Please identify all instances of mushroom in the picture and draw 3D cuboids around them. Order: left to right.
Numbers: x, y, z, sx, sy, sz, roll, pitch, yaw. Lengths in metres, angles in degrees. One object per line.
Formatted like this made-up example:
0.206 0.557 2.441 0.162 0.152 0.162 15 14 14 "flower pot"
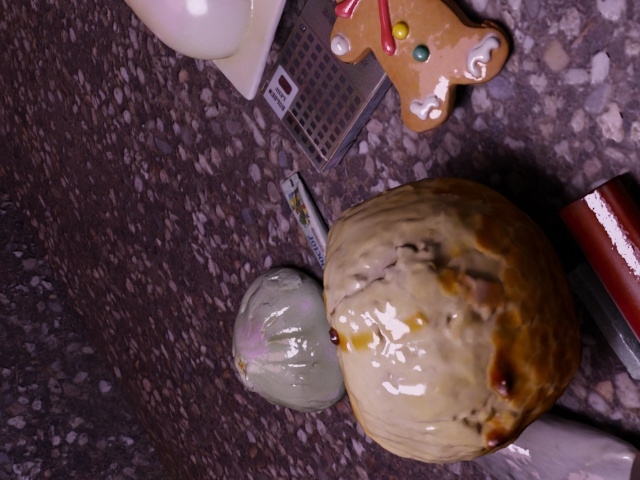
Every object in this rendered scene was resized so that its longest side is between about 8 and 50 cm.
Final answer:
0.293 0.279 1.438 0.397 0.126 0.178 30 125 41 "mushroom"

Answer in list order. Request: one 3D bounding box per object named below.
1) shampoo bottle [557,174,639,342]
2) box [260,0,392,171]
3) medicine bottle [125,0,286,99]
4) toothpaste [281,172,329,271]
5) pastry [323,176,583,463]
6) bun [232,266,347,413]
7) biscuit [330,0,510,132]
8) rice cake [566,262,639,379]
0.395 0.052 1.183 0.260 0.064 0.102 59 147 6 "shampoo bottle"
0.020 -0.263 1.496 0.180 0.047 0.325 54 146 12 "box"
-0.198 -0.428 1.508 0.406 0.235 0.236 50 145 20 "medicine bottle"
0.000 0.000 1.730 0.256 0.037 0.067 63 148 6 "toothpaste"
0.175 0.098 1.276 0.388 0.312 0.389 -12 -90 -84 "pastry"
-0.075 0.204 1.841 0.293 0.187 0.293 32 134 40 "bun"
0.088 -0.309 1.312 0.216 0.047 0.340 -44 76 36 "biscuit"
0.381 0.106 1.276 0.171 0.029 0.033 57 151 7 "rice cake"
